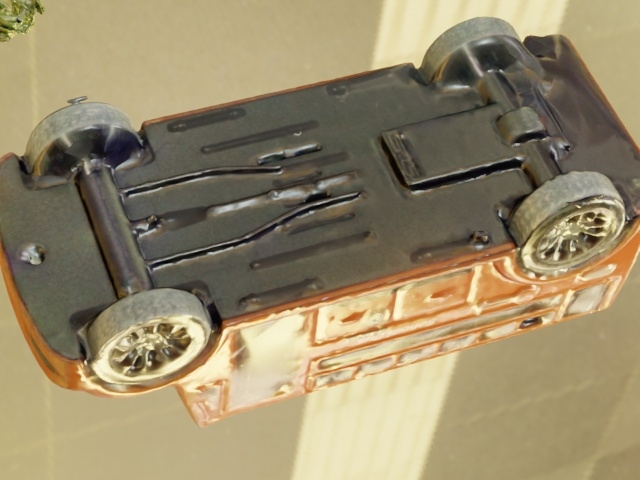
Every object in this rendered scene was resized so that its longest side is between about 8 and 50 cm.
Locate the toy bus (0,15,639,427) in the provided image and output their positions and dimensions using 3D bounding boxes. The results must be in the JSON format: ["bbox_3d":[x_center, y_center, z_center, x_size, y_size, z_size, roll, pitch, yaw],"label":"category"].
[{"bbox_3d":[0.000,0.000,0.804,0.329,0.143,0.153,-15,145,-16],"label":"toy bus"}]

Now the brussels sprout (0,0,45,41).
[{"bbox_3d":[-0.352,-0.248,1.708,0.085,0.085,0.058,-8,125,-26],"label":"brussels sprout"}]
